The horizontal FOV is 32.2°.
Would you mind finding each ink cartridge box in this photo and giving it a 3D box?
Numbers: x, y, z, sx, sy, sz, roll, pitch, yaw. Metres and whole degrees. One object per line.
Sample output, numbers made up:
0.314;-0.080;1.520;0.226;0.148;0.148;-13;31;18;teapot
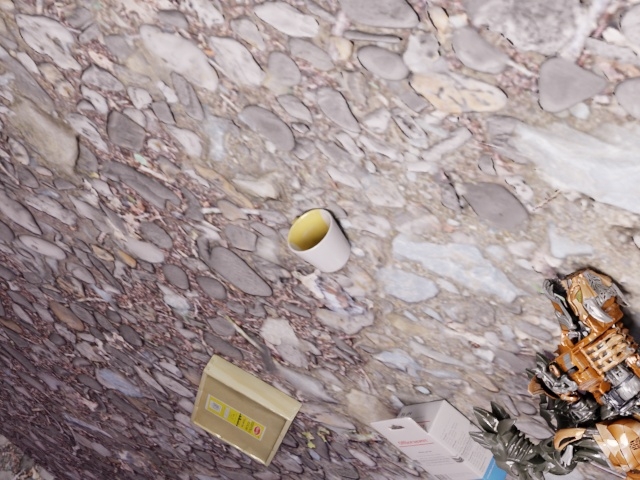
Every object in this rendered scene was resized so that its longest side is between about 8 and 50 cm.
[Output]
0.171;0.283;1.566;0.180;0.060;0.104;41;150;-17;ink cartridge box

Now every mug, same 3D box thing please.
0.003;0.000;1.314;0.062;0.078;0.064;-27;132;20;mug

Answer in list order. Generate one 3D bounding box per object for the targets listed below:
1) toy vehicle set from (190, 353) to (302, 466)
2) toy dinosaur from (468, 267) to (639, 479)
-0.134;0.295;1.896;0.166;0.035;0.267;30;151;4;toy vehicle set
0.293;0.192;1.175;0.164;0.321;0.218;-2;172;-41;toy dinosaur
